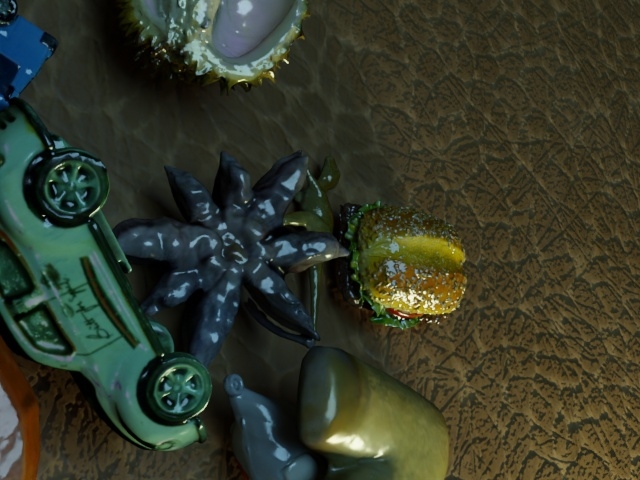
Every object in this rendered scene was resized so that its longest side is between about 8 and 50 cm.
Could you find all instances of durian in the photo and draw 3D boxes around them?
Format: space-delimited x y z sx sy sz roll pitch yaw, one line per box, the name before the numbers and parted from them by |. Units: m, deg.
durian | -0.115 -0.249 1.042 0.183 0.138 0.250 -3 82 -43

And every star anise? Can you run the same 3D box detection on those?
star anise | -0.085 0.015 1.002 0.236 0.093 0.229 15 77 -25

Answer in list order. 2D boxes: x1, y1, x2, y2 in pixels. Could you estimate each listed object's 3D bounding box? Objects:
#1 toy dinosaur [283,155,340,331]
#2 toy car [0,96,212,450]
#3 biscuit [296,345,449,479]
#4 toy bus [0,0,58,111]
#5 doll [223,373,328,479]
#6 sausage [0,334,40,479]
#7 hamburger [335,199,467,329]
toy dinosaur | 0.000 0.000 1.130 0.126 0.039 0.162 -27 96 -44
toy car | -0.192 0.042 0.849 0.125 0.136 0.306 -28 110 -16
biscuit | 0.056 0.239 1.026 0.290 0.062 0.237 41 47 -56
toy bus | -0.314 -0.167 0.874 0.184 0.090 0.106 35 57 -26
doll | -0.029 0.208 1.017 0.227 0.075 0.102 61 30 -23
sausage | -0.295 0.095 0.763 0.153 0.141 0.268 -35 99 -30
hamburger | 0.093 0.027 1.168 0.166 0.087 0.137 14 68 -38
